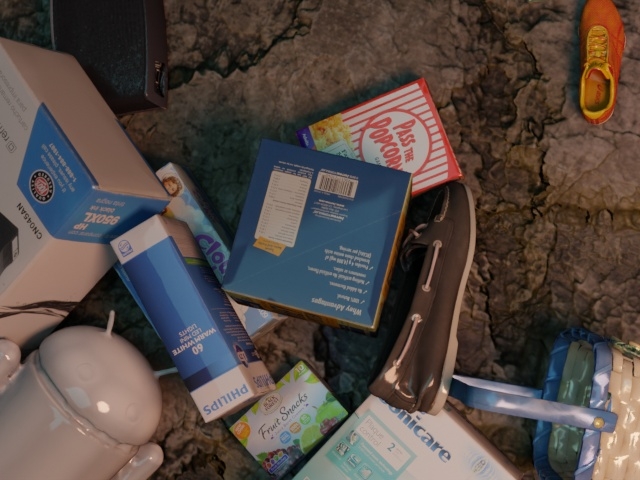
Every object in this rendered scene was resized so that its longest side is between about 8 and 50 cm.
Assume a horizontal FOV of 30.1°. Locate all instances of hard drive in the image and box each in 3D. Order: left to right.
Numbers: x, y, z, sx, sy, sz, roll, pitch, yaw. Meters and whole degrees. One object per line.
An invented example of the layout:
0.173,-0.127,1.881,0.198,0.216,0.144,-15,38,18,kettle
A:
-0.313,-0.308,1.731,0.172,0.054,0.254,-6,85,12,hard drive

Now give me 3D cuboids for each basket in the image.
0.298,0.206,1.471,0.289,0.255,0.201,7,89,-6,basket

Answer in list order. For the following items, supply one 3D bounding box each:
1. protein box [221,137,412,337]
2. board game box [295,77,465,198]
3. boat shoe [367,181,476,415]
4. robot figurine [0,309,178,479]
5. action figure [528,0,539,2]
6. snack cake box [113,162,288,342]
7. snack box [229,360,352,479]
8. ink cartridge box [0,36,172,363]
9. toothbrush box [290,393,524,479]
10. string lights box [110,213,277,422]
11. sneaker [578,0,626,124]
0.000,0.000,1.532,0.200,0.136,0.201,14,82,6,protein box
0.081,-0.118,1.638,0.193,0.045,0.146,-23,82,10,board game box
0.130,0.058,1.522,0.095,0.112,0.335,16,60,-9,boat shoe
-0.358,0.257,1.627,0.353,0.200,0.300,-45,119,6,robot figurine
0.321,-0.451,1.605,0.137,0.063,0.232,-13,80,14,action figure
-0.184,0.042,1.662,0.152,0.089,0.264,-36,80,8,snack cake box
-0.041,0.248,1.643,0.141,0.037,0.100,-44,77,6,snack box
-0.437,-0.032,1.621,0.395,0.166,0.285,-46,67,20,ink cartridge box
0.089,0.341,1.565,0.216,0.126,0.295,44,94,12,toothbrush box
-0.160,0.099,1.540,0.077,0.133,0.259,-30,81,7,string lights box
0.372,-0.242,1.574,0.064,0.067,0.175,-2,84,14,sneaker
